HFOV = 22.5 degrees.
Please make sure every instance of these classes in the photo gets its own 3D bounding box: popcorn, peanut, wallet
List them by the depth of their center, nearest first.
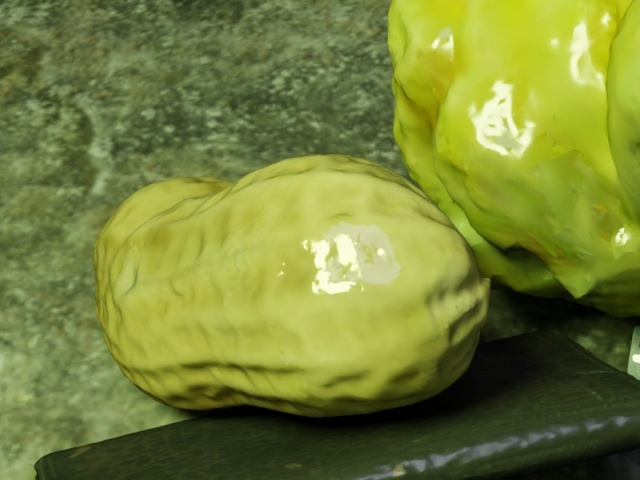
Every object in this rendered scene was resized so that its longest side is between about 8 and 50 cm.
[{"bbox_3d":[0.009,0.113,0.852,0.321,0.044,0.170,-13,12,-10],"label":"wallet"},{"bbox_3d":[-0.033,0.025,0.877,0.305,0.147,0.147,-7,27,50],"label":"peanut"},{"bbox_3d":[0.173,-0.095,0.926,0.335,0.279,0.274,6,44,-32],"label":"popcorn"}]

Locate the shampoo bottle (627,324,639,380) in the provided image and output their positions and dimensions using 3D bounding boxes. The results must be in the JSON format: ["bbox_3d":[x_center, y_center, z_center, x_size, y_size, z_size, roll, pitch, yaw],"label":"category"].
[{"bbox_3d":[0.289,0.084,0.896,0.233,0.049,0.087,8,36,13],"label":"shampoo bottle"}]
